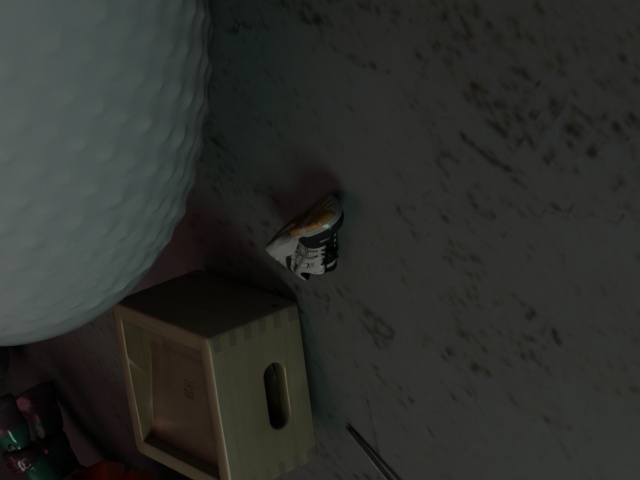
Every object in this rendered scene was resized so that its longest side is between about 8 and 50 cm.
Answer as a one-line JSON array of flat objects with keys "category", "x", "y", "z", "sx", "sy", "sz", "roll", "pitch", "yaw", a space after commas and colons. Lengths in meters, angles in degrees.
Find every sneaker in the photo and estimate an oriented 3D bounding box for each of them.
[{"category": "sneaker", "x": 0.000, "y": 0.000, "z": 0.920, "sx": 0.037, "sy": 0.032, "sz": 0.083, "roll": 45, "pitch": 156, "yaw": -6}]

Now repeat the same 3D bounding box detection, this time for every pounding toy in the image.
[{"category": "pounding toy", "x": -0.062, "y": 0.098, "z": 1.055, "sx": 0.130, "sy": 0.100, "sz": 0.141, "roll": 16, "pitch": 120, "yaw": 49}]

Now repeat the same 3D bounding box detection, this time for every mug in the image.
[{"category": "mug", "x": -0.201, "y": -0.140, "z": 0.888, "sx": 0.328, "sy": 0.276, "sz": 0.374, "roll": 85, "pitch": 172, "yaw": -51}]

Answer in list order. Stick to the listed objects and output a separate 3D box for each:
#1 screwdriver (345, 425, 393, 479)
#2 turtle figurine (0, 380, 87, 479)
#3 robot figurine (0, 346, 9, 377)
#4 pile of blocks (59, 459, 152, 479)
[{"category": "screwdriver", "x": 0.068, "y": 0.180, "z": 0.999, "sx": 0.170, "sy": 0.024, "sz": 0.025, "roll": 49, "pitch": 179, "yaw": 28}, {"category": "turtle figurine", "x": -0.221, "y": 0.241, "z": 1.380, "sx": 0.234, "sy": 0.118, "sz": 0.175, "roll": 64, "pitch": 179, "yaw": 5}, {"category": "robot figurine", "x": -0.434, "y": 0.091, "z": 1.421, "sx": 0.300, "sy": 0.199, "sz": 0.353, "roll": 4, "pitch": 165, "yaw": 11}, {"category": "pile of blocks", "x": -0.059, "y": 0.257, "z": 1.203, "sx": 0.362, "sy": 0.149, "sz": 0.112, "roll": 29, "pitch": 98, "yaw": 27}]
